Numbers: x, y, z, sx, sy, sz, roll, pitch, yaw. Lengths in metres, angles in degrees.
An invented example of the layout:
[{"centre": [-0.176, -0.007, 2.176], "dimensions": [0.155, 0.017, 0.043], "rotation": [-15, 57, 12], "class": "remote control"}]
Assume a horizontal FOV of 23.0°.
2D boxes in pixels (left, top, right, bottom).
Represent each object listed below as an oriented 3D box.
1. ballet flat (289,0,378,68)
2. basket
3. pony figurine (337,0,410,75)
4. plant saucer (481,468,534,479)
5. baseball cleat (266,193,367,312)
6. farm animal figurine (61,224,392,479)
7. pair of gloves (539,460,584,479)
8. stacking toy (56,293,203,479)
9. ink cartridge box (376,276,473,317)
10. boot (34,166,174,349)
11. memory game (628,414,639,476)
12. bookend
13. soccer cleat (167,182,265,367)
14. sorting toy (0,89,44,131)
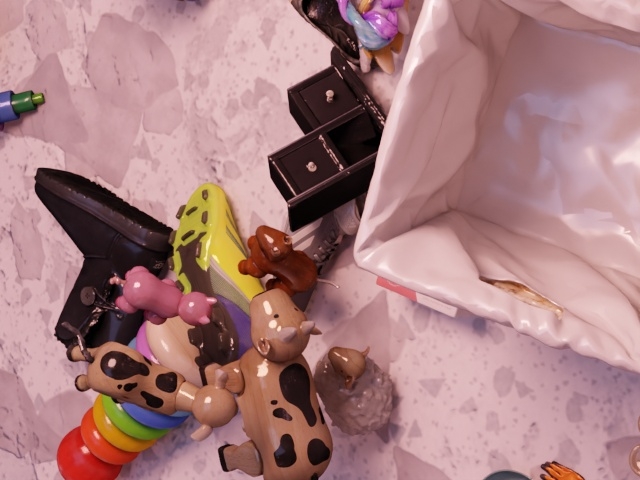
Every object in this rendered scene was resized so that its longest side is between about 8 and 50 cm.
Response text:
[{"centre": [0.016, -0.268, 1.890], "dimensions": [0.173, 0.049, 0.057], "rotation": [44, 113, 28], "class": "ballet flat"}, {"centre": [0.252, -0.084, 1.547], "dimensions": [0.328, 0.266, 0.331], "rotation": [20, 102, 17], "class": "basket"}, {"centre": [0.051, -0.412, 1.756], "dimensions": [0.363, 0.303, 0.351], "rotation": [61, 142, 25], "class": "pony figurine"}, {"centre": [0.222, 0.311, 1.753], "dimensions": [0.119, 0.021, 0.119], "rotation": [11, 106, 41], "class": "plant saucer"}, {"centre": [0.000, 0.000, 1.892], "dimensions": [0.109, 0.072, 0.206], "rotation": [12, 101, 30], "class": "baseball cleat"}, {"centre": [-0.079, 0.146, 1.739], "dimensions": [0.172, 0.330, 0.326], "rotation": [-4, 118, 55], "class": "farm animal figurine"}, {"centre": [0.262, 0.289, 1.739], "dimensions": [0.074, 0.010, 0.083], "rotation": [32, 109, 31], "class": "pair of gloves"}, {"centre": [-0.236, 0.219, 2.040], "dimensions": [0.330, 0.141, 0.141], "rotation": [-49, 64, 33], "class": "stacking toy"}, {"centre": [0.148, -0.025, 1.785], "dimensions": [0.115, 0.067, 0.198], "rotation": [22, 103, 33], "class": "ink cartridge box"}, {"centre": [-0.320, 0.036, 2.109], "dimensions": [0.246, 0.094, 0.207], "rotation": [29, 103, 26], "class": "boot"}, {"centre": [0.406, 0.225, 1.608], "dimensions": [0.186, 0.012, 0.186], "rotation": [-7, 74, 27], "class": "memory game"}, {"centre": [-0.006, -0.120, 1.844], "dimensions": [0.156, 0.072, 0.157], "rotation": [-28, 68, -10], "class": "bookend"}, {"centre": [-0.113, 0.057, 1.963], "dimensions": [0.093, 0.121, 0.289], "rotation": [-42, 46, 35], "class": "soccer cleat"}, {"centre": [-0.461, -0.338, 2.228], "dimensions": [0.126, 0.127, 0.365], "rotation": [-13, 85, 6], "class": "sorting toy"}]
